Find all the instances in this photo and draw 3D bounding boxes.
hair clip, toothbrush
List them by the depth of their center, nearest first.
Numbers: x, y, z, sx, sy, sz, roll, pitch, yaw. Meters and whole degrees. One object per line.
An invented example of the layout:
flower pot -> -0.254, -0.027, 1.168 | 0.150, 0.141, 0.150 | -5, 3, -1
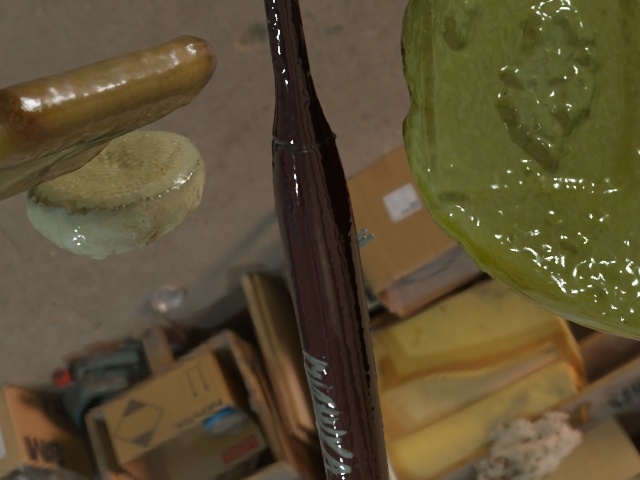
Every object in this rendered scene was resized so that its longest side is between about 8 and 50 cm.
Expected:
toothbrush -> -0.001, 0.000, 0.562 | 0.041, 0.041, 0.363 | -17, 120, -13
hair clip -> 0.051, 0.032, 1.905 | 0.115, 0.030, 0.039 | -54, 153, 8

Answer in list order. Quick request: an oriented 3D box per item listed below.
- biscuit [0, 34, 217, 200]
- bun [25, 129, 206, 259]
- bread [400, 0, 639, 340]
biscuit -> -0.241, -0.094, 0.992 | 0.237, 0.062, 0.291 | -26, -176, 33
bun -> -0.314, -0.068, 1.778 | 0.287, 0.287, 0.146 | -18, 125, -10
bread -> 0.168, -0.082, 0.534 | 0.270, 0.270, 0.148 | -46, 166, 29
